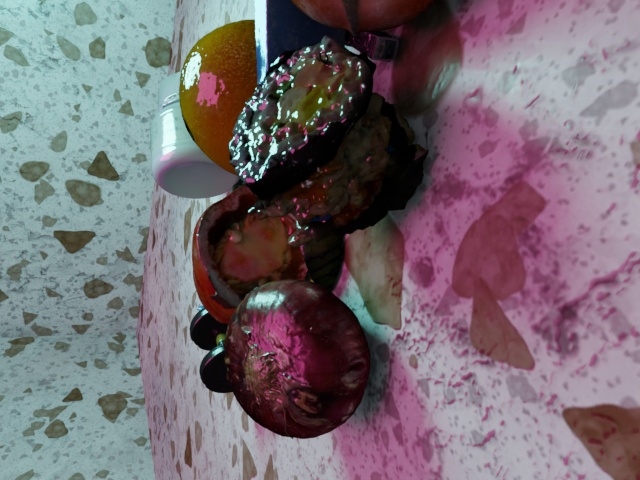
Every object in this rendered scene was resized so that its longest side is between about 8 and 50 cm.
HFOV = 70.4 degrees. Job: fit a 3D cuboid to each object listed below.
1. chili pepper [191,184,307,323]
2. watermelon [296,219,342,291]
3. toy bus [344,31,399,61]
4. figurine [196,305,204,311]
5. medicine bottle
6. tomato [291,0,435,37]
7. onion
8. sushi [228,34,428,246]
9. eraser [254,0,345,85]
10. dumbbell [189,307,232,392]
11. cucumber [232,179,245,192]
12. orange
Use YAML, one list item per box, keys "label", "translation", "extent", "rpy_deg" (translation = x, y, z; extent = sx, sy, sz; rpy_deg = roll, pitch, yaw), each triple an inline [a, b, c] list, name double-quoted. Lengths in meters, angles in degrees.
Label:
- label: "chili pepper"
  translation: [-0.150, 0.056, 0.940]
  extent: [0.251, 0.229, 0.305]
  rpy_deg: [54, 158, 8]
- label: "watermelon"
  translation: [0.009, -0.003, 0.803]
  extent: [0.092, 0.075, 0.181]
  rpy_deg: [48, -147, -64]
- label: "toy bus"
  translation: [0.074, -0.307, 0.695]
  extent: [0.130, 0.052, 0.036]
  rpy_deg: [-120, 35, -49]
- label: "figurine"
  translation: [-0.340, 0.237, 1.373]
  extent: [0.114, 0.079, 0.114]
  rpy_deg: [57, -179, -2]
- label: "medicine bottle"
  translation: [-0.355, -0.298, 1.289]
  extent: [0.241, 0.241, 0.301]
  rpy_deg: [-43, 51, 52]
- label: "tomato"
  translation: [0.052, -0.394, 0.530]
  extent: [0.265, 0.265, 0.264]
  rpy_deg: [-11, 77, 61]
- label: "onion"
  translation: [-0.035, 0.180, 0.701]
  extent: [0.246, 0.190, 0.246]
  rpy_deg: [-2, 87, 40]
- label: "sushi"
  translation: [0.013, -0.122, 0.612]
  extent: [0.239, 0.219, 0.224]
  rpy_deg: [-20, 48, 40]
- label: "eraser"
  translation: [-0.029, -0.384, 0.661]
  extent: [0.043, 0.144, 0.311]
  rpy_deg: [22, 116, 52]
- label: "dumbbell"
  translation: [-0.235, 0.259, 1.110]
  extent: [0.325, 0.143, 0.143]
  rpy_deg: [53, 132, 51]
- label: "cucumber"
  translation: [-0.152, -0.171, 1.095]
  extent: [0.215, 0.058, 0.052]
  rpy_deg: [-44, 15, 48]
- label: "orange"
  translation: [-0.116, -0.251, 0.823]
  extent: [0.274, 0.274, 0.274]
  rpy_deg: [-11, 77, 61]
